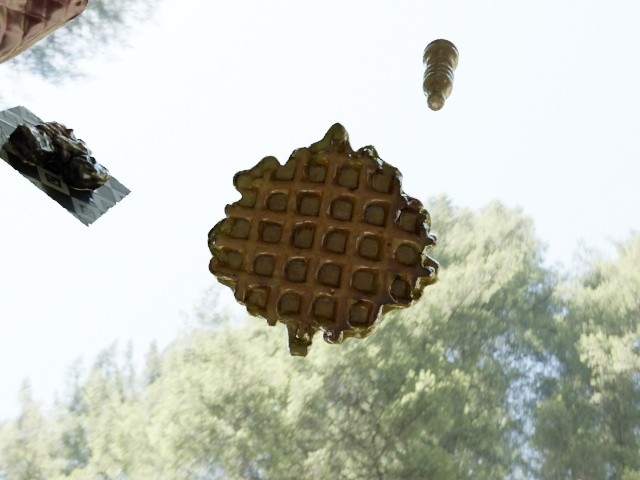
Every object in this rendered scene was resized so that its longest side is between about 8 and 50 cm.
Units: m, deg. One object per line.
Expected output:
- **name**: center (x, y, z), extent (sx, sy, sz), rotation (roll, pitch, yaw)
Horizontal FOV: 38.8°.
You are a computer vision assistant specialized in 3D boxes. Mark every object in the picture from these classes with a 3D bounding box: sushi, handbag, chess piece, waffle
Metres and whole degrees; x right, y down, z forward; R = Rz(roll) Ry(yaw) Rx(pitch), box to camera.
- **sushi**: center (-0.376, -0.132, 1.320), extent (0.220, 0.231, 0.047), rotation (39, -76, -7)
- **handbag**: center (-0.460, -0.358, 1.313), extent (0.135, 0.225, 0.146), rotation (18, -42, 28)
- **chess piece**: center (0.105, -0.144, 0.809), extent (0.035, 0.092, 0.035), rotation (5, -51, 7)
- **waffle**: center (0.000, 0.000, 1.015), extent (0.238, 0.059, 0.243), rotation (-38, -101, -2)
